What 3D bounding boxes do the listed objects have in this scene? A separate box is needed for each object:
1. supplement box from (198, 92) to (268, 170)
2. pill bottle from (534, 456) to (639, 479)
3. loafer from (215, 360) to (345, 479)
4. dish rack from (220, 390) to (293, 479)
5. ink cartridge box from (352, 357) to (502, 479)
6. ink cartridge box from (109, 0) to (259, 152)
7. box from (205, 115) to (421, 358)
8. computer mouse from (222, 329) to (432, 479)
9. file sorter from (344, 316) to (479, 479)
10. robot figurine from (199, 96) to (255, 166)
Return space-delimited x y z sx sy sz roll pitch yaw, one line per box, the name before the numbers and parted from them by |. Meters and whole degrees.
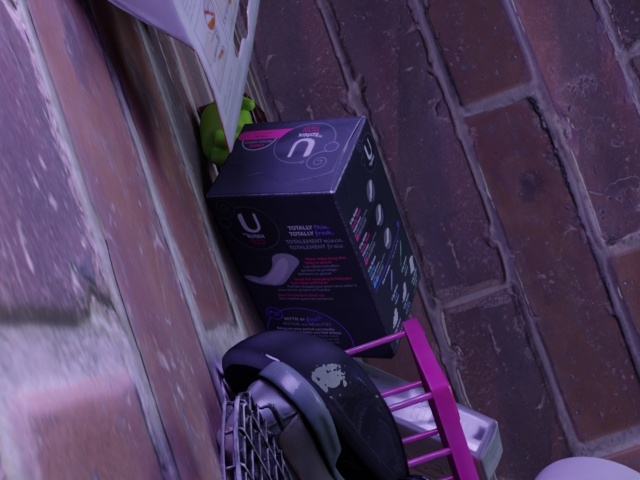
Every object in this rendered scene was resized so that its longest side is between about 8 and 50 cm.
supplement box | -0.103 -0.125 1.594 0.239 0.073 0.130 -10 80 -87
pill bottle | 0.207 0.376 1.040 0.363 0.210 0.210 -43 120 -45
loafer | -0.024 0.211 0.933 0.096 0.084 0.267 30 -31 41
dish rack | -0.020 0.238 0.702 0.208 0.074 0.271 -107 175 -67
ink cartridge box | 0.111 0.249 1.523 0.060 0.275 0.239 -62 158 -17
ink cartridge box | -0.148 -0.311 0.992 0.385 0.091 0.308 71 19 -48
box | 0.000 0.000 1.350 0.143 0.165 0.270 -68 147 -42
computer mouse | 0.008 0.157 1.019 0.072 0.188 0.272 -59 137 -27
file sorter | 0.082 0.276 1.267 0.202 0.182 0.290 -105 175 -74
robot figurine | -0.117 -0.135 1.406 0.115 0.067 0.101 -104 -158 -58
